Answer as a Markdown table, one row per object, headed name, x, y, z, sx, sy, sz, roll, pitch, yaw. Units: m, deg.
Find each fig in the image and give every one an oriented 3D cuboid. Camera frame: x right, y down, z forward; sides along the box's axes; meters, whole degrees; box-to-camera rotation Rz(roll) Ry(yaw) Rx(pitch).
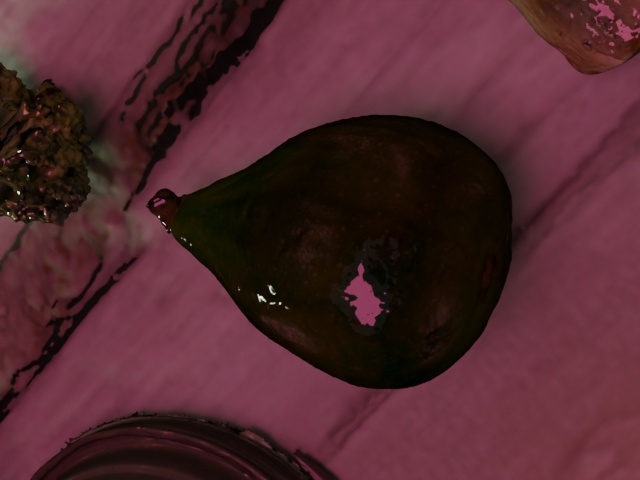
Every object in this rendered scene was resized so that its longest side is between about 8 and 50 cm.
| name | x | y | z | sx | sy | sz | roll | pitch | yaw |
| --- | --- | --- | --- | --- | --- | --- | --- | --- | --- |
| fig | 0.000 | 0.000 | 0.539 | 0.177 | 0.117 | 0.117 | 7 | 107 | 42 |

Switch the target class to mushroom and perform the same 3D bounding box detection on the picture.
| name | x | y | z | sx | sy | sz | roll | pitch | yaw |
| --- | --- | --- | --- | --- | --- | --- | --- | --- | --- |
| mushroom | 0.063 | -0.150 | 0.501 | 0.202 | 0.054 | 0.059 | 47 | 111 | 12 |

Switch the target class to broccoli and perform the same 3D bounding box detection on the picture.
| name | x | y | z | sx | sy | sz | roll | pitch | yaw |
| --- | --- | --- | --- | --- | --- | --- | --- | --- | --- |
| broccoli | -0.159 | -0.053 | 0.596 | 0.095 | 0.092 | 0.097 | -7 | 72 | 24 |

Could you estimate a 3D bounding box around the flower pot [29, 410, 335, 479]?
| name | x | y | z | sx | sy | sz | roll | pitch | yaw |
| --- | --- | --- | --- | --- | --- | --- | --- | --- | --- |
| flower pot | -0.089 | 0.213 | 0.608 | 0.235 | 0.140 | 0.236 | 6 | 107 | 20 |
